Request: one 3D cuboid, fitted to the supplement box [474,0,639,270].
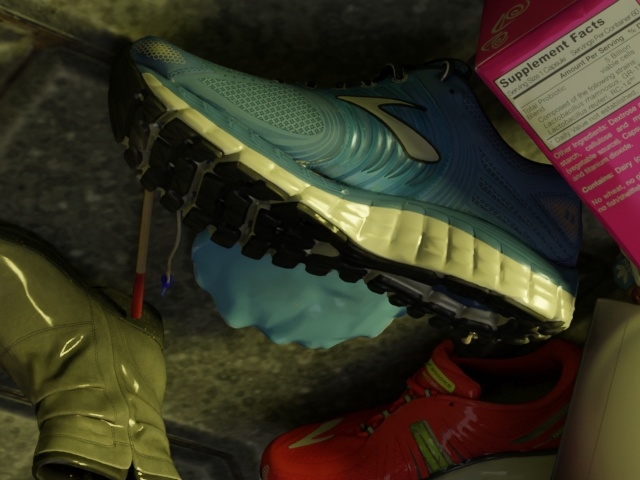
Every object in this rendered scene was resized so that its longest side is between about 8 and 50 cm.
[{"bbox_3d":[0.204,-0.078,1.172,0.114,0.111,0.220,-31,111,25],"label":"supplement box"}]

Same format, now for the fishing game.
[{"bbox_3d":[0.000,0.000,1.339,0.264,0.041,0.189,2,132,-8],"label":"fishing game"}]

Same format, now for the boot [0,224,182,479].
[{"bbox_3d":[-0.188,0.090,1.301,0.246,0.161,0.083,26,128,-37],"label":"boot"}]

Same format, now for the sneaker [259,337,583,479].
[{"bbox_3d":[0.083,0.133,1.494,0.279,0.107,0.118,-13,126,-6],"label":"sneaker"}]

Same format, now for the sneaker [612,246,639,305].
[{"bbox_3d":[0.249,0.008,1.384,0.084,0.070,0.185,-19,139,8],"label":"sneaker"}]

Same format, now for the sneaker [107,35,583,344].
[{"bbox_3d":[0.021,-0.055,1.223,0.330,0.147,0.130,24,158,-15],"label":"sneaker"}]

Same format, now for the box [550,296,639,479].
[{"bbox_3d":[0.313,0.225,1.366,0.294,0.296,0.183,9,163,23],"label":"box"}]
